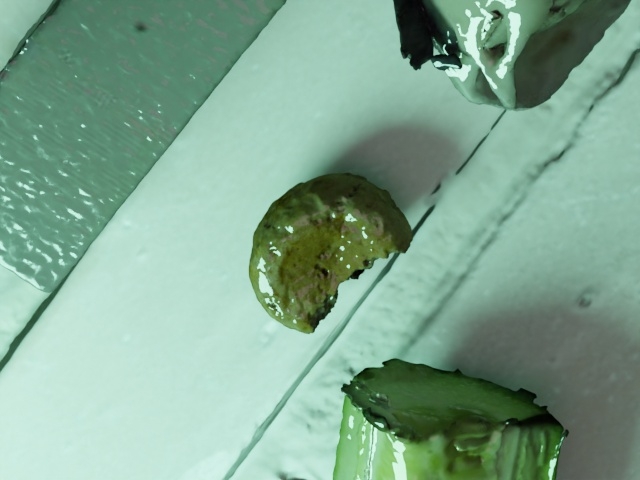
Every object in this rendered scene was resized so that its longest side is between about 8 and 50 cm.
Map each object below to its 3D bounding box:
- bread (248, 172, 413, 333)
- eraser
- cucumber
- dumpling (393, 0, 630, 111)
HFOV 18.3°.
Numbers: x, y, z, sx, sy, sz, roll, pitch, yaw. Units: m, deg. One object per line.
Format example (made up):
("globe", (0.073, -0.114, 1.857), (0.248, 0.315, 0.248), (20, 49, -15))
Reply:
("bread", (0.000, 0.000, 1.293), (0.113, 0.060, 0.082), (-39, 106, 18))
("eraser", (-0.111, -0.132, 1.237), (0.111, 0.077, 0.352), (35, 112, -13))
("cucumber", (0.069, 0.236, 1.375), (0.145, 0.105, 0.325), (-5, 117, -22))
("dumpling", (0.120, -0.221, 1.132), (0.163, 0.204, 0.293), (13, 122, 19))
